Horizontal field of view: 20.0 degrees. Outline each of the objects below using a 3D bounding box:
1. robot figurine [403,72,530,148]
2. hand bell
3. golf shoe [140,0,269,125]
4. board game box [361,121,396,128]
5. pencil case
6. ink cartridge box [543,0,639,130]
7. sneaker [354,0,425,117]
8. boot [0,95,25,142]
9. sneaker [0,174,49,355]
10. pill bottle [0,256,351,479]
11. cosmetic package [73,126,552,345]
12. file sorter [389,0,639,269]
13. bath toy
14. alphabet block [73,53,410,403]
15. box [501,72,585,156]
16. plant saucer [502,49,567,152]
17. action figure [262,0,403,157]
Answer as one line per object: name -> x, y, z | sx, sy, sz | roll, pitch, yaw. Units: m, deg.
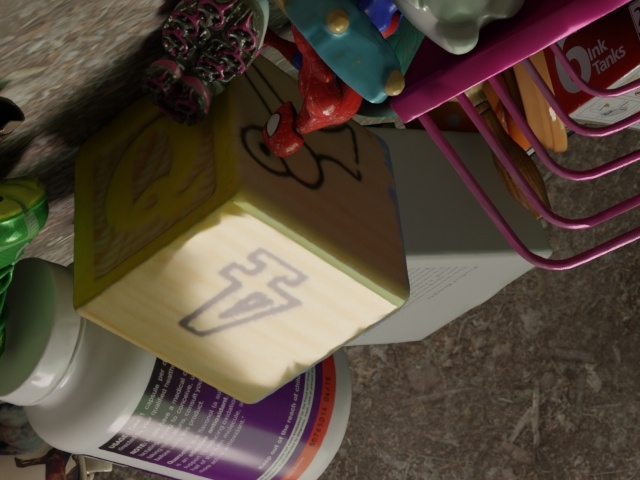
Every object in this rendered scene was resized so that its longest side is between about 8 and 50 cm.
robot figurine -> 0.156, -0.149, 2.082 | 0.128, 0.158, 0.219 | -33, 149, 1
hand bell -> 0.174, -0.130, 1.908 | 0.126, 0.242, 0.126 | -32, 174, -4
golf shoe -> -0.075, -0.153, 1.318 | 0.086, 0.067, 0.186 | -54, -172, -24
board game box -> -0.072, -0.043, 2.072 | 0.213, 0.046, 0.317 | -8, 163, -31
pencil case -> -0.367, 0.256, 1.942 | 0.183, 0.160, 0.410 | 7, 168, -23
ink cartridge box -> 0.317, -0.285, 1.564 | 0.130, 0.272, 0.309 | 5, 152, -35
sneaker -> 0.097, -0.200, 1.540 | 0.295, 0.124, 0.178 | -33, -176, 28
boot -> -0.241, -0.065, 1.247 | 0.087, 0.042, 0.118 | -35, 175, 10
sneaker -> -0.286, 0.039, 1.485 | 0.109, 0.123, 0.295 | -27, 172, -39
pill bottle -> -0.139, 0.118, 1.621 | 0.323, 0.181, 0.181 | 22, 136, -38
cosmetic package -> 0.000, 0.000, 1.899 | 0.453, 0.161, 0.230 | 0, 153, -44
file sorter -> 0.213, -0.141, 1.322 | 0.202, 0.182, 0.291 | -27, -160, 31
bath toy -> 0.121, -0.246, 1.204 | 0.348, 0.151, 0.129 | -35, -151, 1
alphabet block -> -0.067, -0.014, 1.478 | 0.193, 0.192, 0.197 | -36, 129, 27
box -> 0.278, -0.221, 2.088 | 0.087, 0.169, 0.290 | -27, 174, -26
plant saucer -> 0.215, -0.185, 1.924 | 0.037, 0.200, 0.200 | -18, 175, 3
action figure -> 0.020, -0.197, 1.356 | 0.280, 0.139, 0.091 | -55, 167, 10
